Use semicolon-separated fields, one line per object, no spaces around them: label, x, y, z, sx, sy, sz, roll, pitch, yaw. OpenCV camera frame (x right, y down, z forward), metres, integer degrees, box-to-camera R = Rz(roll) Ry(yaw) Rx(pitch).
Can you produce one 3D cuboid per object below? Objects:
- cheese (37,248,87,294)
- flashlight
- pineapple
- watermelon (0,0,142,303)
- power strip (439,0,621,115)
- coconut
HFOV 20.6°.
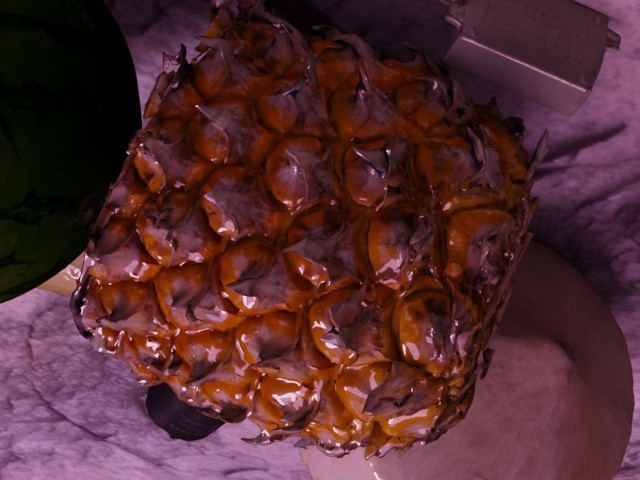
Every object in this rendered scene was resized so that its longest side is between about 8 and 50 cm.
cheese;-0.244;0.016;1.776;0.167;0.094;0.123;22;150;-9
flashlight;-0.069;0.117;1.859;0.103;0.103;0.424;26;150;-15
pineapple;0.002;-0.002;1.331;0.300;0.352;0.352;19;152;9
watermelon;-0.321;-0.101;1.364;0.363;0.363;0.363;14;151;8
power strip;0.130;-0.155;1.285;0.175;0.075;0.042;23;149;-6
coconut;0.139;0.136;1.578;0.328;0.329;0.329;14;151;8
